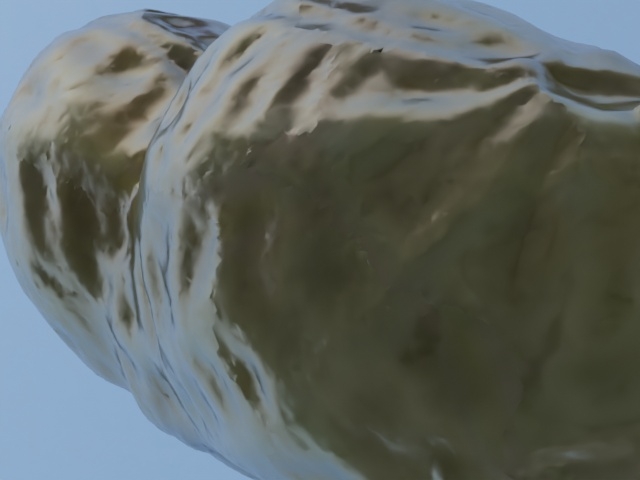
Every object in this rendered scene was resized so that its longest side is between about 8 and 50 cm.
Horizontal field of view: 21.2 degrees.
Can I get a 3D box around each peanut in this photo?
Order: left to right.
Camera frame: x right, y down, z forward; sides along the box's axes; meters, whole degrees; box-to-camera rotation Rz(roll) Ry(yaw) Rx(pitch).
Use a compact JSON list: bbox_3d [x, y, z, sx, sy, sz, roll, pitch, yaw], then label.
[{"bbox_3d":[0.000,0.000,0.477,0.147,0.305,0.147,-2,-85,-27],"label":"peanut"}]
